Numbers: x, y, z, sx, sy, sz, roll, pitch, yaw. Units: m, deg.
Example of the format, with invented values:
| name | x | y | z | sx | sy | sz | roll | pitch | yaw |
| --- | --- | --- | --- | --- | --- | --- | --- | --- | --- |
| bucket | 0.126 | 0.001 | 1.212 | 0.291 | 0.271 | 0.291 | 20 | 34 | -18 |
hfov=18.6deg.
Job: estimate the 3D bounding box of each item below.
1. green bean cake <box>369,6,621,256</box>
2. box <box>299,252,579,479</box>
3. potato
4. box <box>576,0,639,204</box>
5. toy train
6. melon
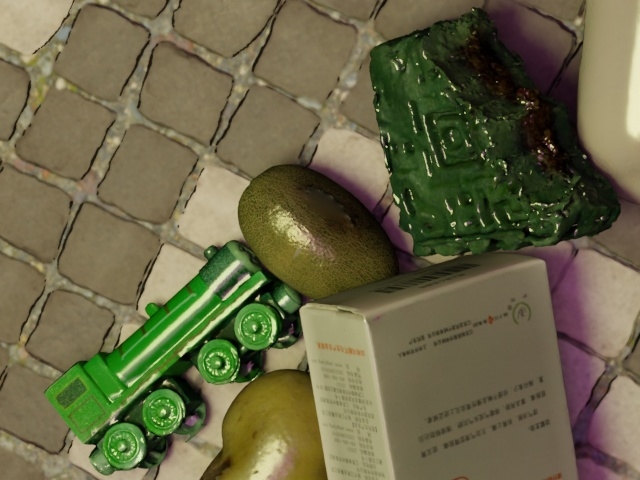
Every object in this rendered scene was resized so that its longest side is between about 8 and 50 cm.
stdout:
| name | x | y | z | sx | sy | sz | roll | pitch | yaw |
| --- | --- | --- | --- | --- | --- | --- | --- | --- | --- |
| green bean cake | 0.138 | -0.091 | 1.639 | 0.193 | 0.107 | 0.208 | -7 | 96 | 54 |
| box | 0.110 | 0.177 | 1.677 | 0.200 | 0.106 | 0.299 | -16 | 100 | -33 |
| potato | -0.028 | 0.213 | 1.735 | 0.137 | 0.154 | 0.200 | 25 | 93 | 17 |
| box | 0.392 | -0.158 | 1.618 | 0.349 | 0.141 | 0.288 | 5 | 99 | 8 |
| toy train | -0.129 | 0.106 | 1.773 | 0.251 | 0.085 | 0.119 | -43 | 76 | 9 |
| melon | 0.000 | 0.000 | 1.723 | 0.162 | 0.099 | 0.099 | 39 | 102 | -2 |
